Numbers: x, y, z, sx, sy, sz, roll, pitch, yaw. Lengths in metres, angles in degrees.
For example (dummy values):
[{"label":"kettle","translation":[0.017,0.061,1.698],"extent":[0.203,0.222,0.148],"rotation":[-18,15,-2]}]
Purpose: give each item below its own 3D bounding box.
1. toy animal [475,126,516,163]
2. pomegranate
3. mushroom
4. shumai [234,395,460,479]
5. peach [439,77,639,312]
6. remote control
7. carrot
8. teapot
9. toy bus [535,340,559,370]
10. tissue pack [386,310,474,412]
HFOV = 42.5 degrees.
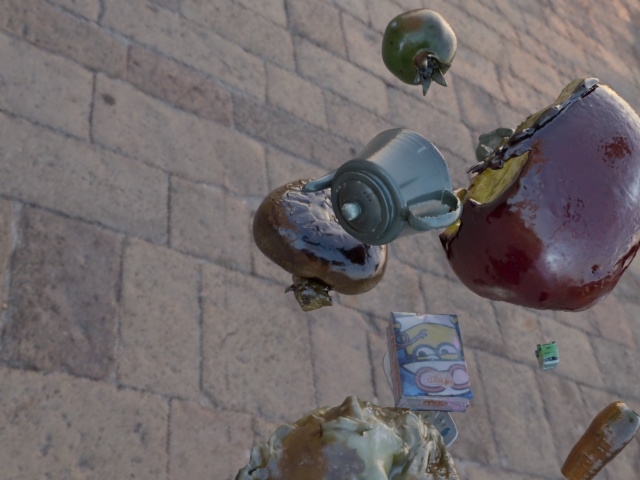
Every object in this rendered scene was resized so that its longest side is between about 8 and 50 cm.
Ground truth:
[{"label":"toy animal","translation":[0.442,-0.153,1.794],"extent":[0.236,0.108,0.138],"rotation":[35,10,-25]},{"label":"pomegranate","translation":[0.236,-0.435,1.913],"extent":[0.181,0.181,0.224],"rotation":[24,30,-29]},{"label":"mushroom","translation":[0.005,-0.002,1.669],"extent":[0.297,0.163,0.278],"rotation":[17,57,-17]},{"label":"shumai","translation":[0.004,0.308,1.047],"extent":[0.262,0.267,0.314],"rotation":[31,15,-24]},{"label":"peach","translation":[0.400,-0.084,1.433],"extent":[0.353,0.339,0.417],"rotation":[8,85,-10]},{"label":"remote control","translation":[0.166,0.260,1.382],"extent":[0.044,0.073,0.229],"rotation":[39,17,-41]},{"label":"carrot","translation":[0.571,0.416,1.681],"extent":[0.087,0.193,0.087],"rotation":[39,5,-4]},{"label":"teapot","translation":[0.089,-0.061,1.160],"extent":[0.239,0.162,0.149],"rotation":[20,32,36]},{"label":"toy bus","translation":[0.361,0.185,1.306],"extent":[0.083,0.031,0.037],"rotation":[60,20,-68]},{"label":"tissue pack","translation":[0.168,0.187,1.283],"extent":[0.115,0.065,0.155],"rotation":[3,47,-8]}]
